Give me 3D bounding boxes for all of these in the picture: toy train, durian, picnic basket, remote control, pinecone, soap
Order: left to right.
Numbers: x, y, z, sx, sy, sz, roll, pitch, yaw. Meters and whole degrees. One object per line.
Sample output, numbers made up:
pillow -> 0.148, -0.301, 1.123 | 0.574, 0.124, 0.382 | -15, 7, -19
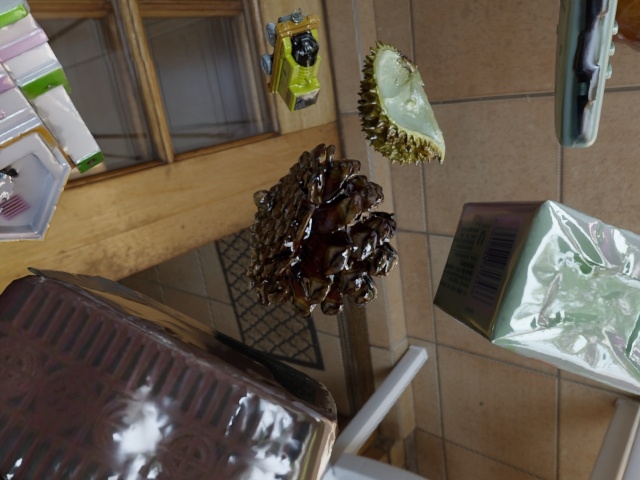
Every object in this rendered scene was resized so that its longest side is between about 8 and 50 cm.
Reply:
picnic basket -> -0.114, 0.127, 0.383 | 0.296, 0.129, 0.222 | 26, 173, 2
toy train -> -0.048, -0.340, 0.979 | 0.127, 0.089, 0.219 | 60, 159, 14
pinecone -> 0.006, 0.004, 0.885 | 0.242, 0.296, 0.298 | 38, 98, 38
durian -> 0.140, -0.247, 0.972 | 0.144, 0.139, 0.252 | 134, 116, -74
soap -> 0.239, 0.049, 0.521 | 0.182, 0.199, 0.139 | 18, 92, -4
remote control -> 0.290, -0.250, 0.557 | 0.056, 0.140, 0.297 | 3, 128, 22

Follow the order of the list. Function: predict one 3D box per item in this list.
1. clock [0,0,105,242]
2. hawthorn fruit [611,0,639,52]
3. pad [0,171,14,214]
clock -> -0.376, -0.113, 0.536 | 0.166, 0.235, 0.310 | 48, 161, 19
hawthorn fruit -> 0.611, -0.524, 0.786 | 0.471, 0.471, 0.472 | 19, 121, 36
pad -> -0.357, 0.029, 0.340 | 0.012, 0.269, 0.270 | 16, 76, 15
